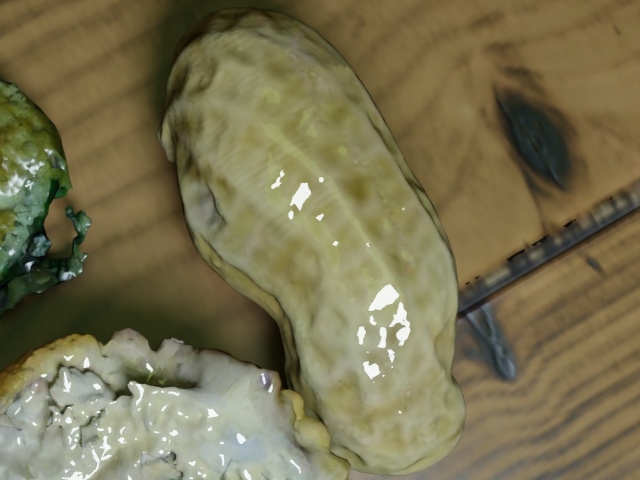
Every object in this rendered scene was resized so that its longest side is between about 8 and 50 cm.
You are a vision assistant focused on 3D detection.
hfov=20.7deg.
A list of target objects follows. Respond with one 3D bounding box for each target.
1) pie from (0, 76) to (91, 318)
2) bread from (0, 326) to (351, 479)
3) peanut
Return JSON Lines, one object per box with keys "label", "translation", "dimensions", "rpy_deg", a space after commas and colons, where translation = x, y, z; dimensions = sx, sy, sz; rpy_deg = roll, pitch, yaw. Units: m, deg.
{"label": "pie", "translation": [-0.337, 0.025, 1.119], "dimensions": [0.296, 0.078, 0.371], "rpy_deg": [35, 79, -2]}
{"label": "bread", "translation": [-0.114, 0.182, 1.079], "dimensions": [0.274, 0.149, 0.274], "rpy_deg": [0, 95, -5]}
{"label": "peanut", "translation": [0.000, 0.000, 1.130], "dimensions": [0.153, 0.140, 0.325], "rpy_deg": [-22, 88, -9]}
